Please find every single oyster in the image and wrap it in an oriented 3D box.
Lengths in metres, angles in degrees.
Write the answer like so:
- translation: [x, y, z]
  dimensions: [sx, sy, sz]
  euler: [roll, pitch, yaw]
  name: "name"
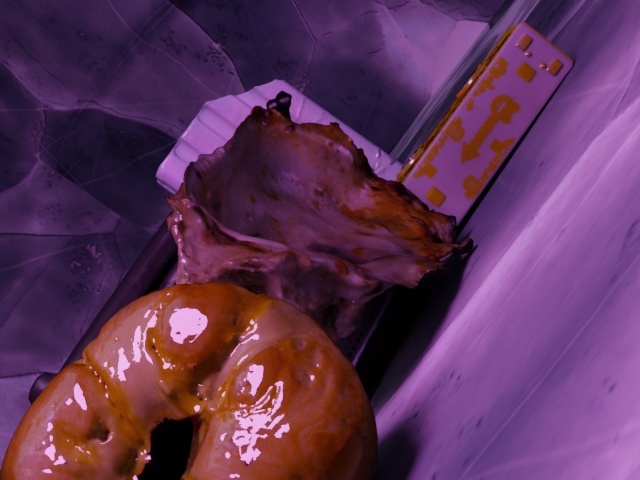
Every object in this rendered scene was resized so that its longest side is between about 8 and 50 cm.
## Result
- translation: [-0.001, 0.005, 1.003]
  dimensions: [0.096, 0.221, 0.361]
  euler: [-66, -5, 26]
  name: "oyster"

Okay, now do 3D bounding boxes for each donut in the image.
- translation: [-0.085, 0.153, 0.803]
  dimensions: [0.261, 0.208, 0.128]
  euler: [-49, -28, -2]
  name: "donut"

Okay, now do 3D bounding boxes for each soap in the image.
- translation: [-0.021, -0.055, 1.437]
  dimensions: [0.173, 0.289, 0.095]
  euler: [-56, 5, -7]
  name: "soap"

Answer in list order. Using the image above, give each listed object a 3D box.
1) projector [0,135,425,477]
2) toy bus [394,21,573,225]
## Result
- translation: [-0.127, 0.155, 1.195]
  dimensions: [0.405, 0.242, 0.395]
  euler: [-58, 5, -36]
  name: "projector"
- translation: [0.155, -0.103, 1.246]
  dimensions: [0.226, 0.081, 0.074]
  euler: [-52, 7, -9]
  name: "toy bus"
